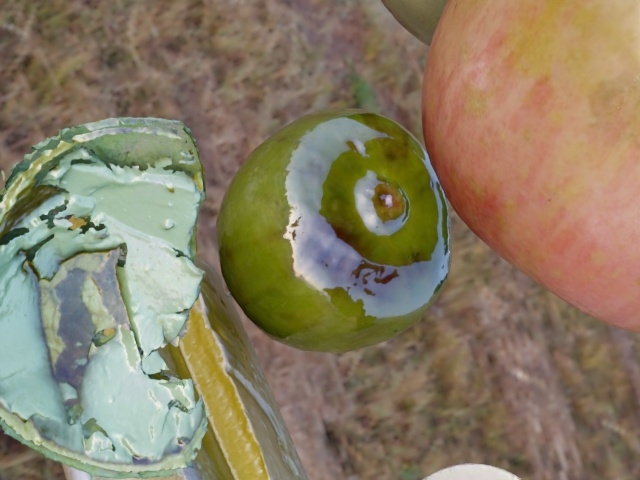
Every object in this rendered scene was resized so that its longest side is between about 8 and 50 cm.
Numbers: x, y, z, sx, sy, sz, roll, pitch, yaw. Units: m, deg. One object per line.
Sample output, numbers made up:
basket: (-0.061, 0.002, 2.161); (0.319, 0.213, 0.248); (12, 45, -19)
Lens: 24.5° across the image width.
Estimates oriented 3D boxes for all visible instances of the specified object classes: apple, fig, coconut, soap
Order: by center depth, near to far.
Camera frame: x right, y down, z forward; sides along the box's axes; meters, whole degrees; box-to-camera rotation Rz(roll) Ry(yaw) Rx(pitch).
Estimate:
coconut: (-0.097, 0.020, 0.607); (0.133, 0.055, 0.158); (5, 106, -31)
apple: (0.257, -0.117, 1.065); (0.364, 0.364, 0.364); (47, 32, -41)
soap: (-0.126, 0.134, 1.176); (0.259, 0.143, 0.281); (43, 20, -56)
fig: (0.000, 0.000, 1.262); (0.203, 0.225, 0.203); (8, 71, -22)

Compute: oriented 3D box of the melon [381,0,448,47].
melon: (0.197, -0.279, 1.352); (0.330, 0.268, 0.269); (5, 63, -35)

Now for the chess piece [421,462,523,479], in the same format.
chess piece: (0.105, 0.273, 1.200); (0.397, 0.117, 0.117); (90, -12, -71)
